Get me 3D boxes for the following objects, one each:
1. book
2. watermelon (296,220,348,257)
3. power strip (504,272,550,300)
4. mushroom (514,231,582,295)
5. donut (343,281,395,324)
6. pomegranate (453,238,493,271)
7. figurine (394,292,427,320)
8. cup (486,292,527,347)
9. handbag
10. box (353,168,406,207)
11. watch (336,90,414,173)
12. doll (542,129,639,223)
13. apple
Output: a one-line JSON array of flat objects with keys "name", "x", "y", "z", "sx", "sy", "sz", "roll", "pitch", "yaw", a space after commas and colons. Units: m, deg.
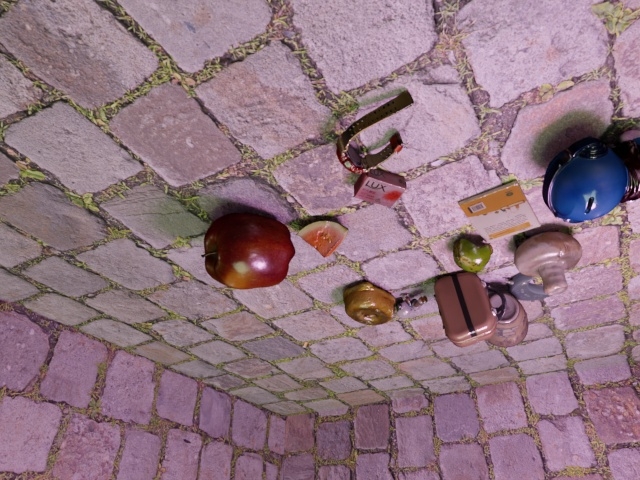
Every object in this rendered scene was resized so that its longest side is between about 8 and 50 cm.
[{"name": "book", "x": 0.654, "y": -0.094, "z": 1.671, "sx": 0.207, "sy": 0.020, "sz": 0.295, "roll": -22, "pitch": 140, "yaw": 28}, {"name": "watermelon", "x": 0.003, "y": -0.016, "z": 1.730, "sx": 0.145, "sy": 0.137, "sz": 0.193, "roll": 38, "pitch": 142, "yaw": 7}, {"name": "power strip", "x": 0.934, "y": 0.210, "z": 2.074, "sx": 0.253, "sy": 0.054, "sz": 0.167, "roll": 21, "pitch": 139, "yaw": -28}, {"name": "mushroom", "x": 0.879, "y": 0.091, "z": 1.759, "sx": 0.243, "sy": 0.244, "sz": 0.244, "roll": 0, "pitch": 145, "yaw": 0}, {"name": "donut", "x": 0.222, "y": 0.301, "z": 2.142, "sx": 0.261, "sy": 0.128, "sz": 0.208, "roll": 29, "pitch": 136, "yaw": -32}, {"name": "pomegranate", "x": 0.604, "y": 0.064, "z": 1.805, "sx": 0.169, "sy": 0.123, "sz": 0.143, "roll": 14, "pitch": 155, "yaw": -24}, {"name": "figurine", "x": 0.420, "y": 0.307, "z": 2.186, "sx": 0.147, "sy": 0.094, "sz": 0.197, "roll": -1, "pitch": 143, "yaw": -39}, {"name": "cup", "x": 0.791, "y": 0.364, "z": 2.097, "sx": 0.301, "sy": 0.227, "sz": 0.257, "roll": -34, "pitch": 144, "yaw": 4}, {"name": "handbag", "x": 0.648, "y": 0.281, "z": 1.971, "sx": 0.283, "sy": 0.302, "sz": 0.149, "roll": -18, "pitch": 142, "yaw": 15}, {"name": "box", "x": 0.197, "y": -0.177, "z": 1.524, "sx": 0.156, "sy": 0.060, "sz": 0.111, "roll": 12, "pitch": 142, "yaw": -18}, {"name": "watch", "x": 0.171, "y": -0.300, "z": 1.335, "sx": 0.268, "sy": 0.102, "sz": 0.165, "roll": -28, "pitch": 144, "yaw": 21}, {"name": "doll", "x": 0.821, "y": -0.183, "z": 1.373, "sx": 0.309, "sy": 0.240, "sz": 0.284, "roll": -8, "pitch": 130, "yaw": 3}, {"name": "apple", "x": -0.261, "y": 0.039, "z": 1.650, "sx": 0.316, "sy": 0.288, "sz": 0.288, "roll": 4, "pitch": 147, "yaw": -28}]
